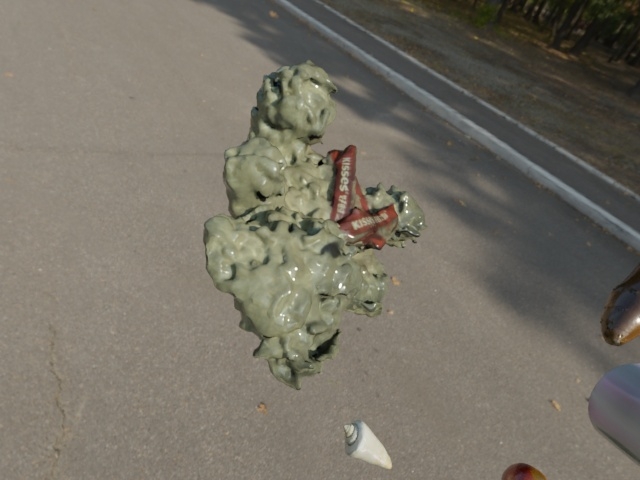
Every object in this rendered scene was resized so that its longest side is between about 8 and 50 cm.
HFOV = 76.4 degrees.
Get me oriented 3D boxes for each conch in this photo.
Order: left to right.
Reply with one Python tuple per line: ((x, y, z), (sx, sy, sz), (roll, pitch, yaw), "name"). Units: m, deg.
((0.129, 0.560, 1.126), (0.176, 0.104, 0.094), (29, 53, -17), "conch")

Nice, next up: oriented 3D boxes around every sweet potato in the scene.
((0.508, 0.032, 0.525), (0.359, 0.112, 0.112), (-29, 46, 6), "sweet potato")

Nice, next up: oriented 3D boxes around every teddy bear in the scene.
((0.000, 0.000, 0.535), (0.357, 0.224, 0.367), (47, 26, -33), "teddy bear")

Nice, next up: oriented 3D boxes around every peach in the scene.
((0.769, 0.946, 1.530), (0.190, 0.192, 0.190), (3, 71, -7), "peach")

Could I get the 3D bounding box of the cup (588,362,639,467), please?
((0.911, 0.497, 1.032), (0.253, 0.253, 0.371), (20, 6, -4), "cup")
